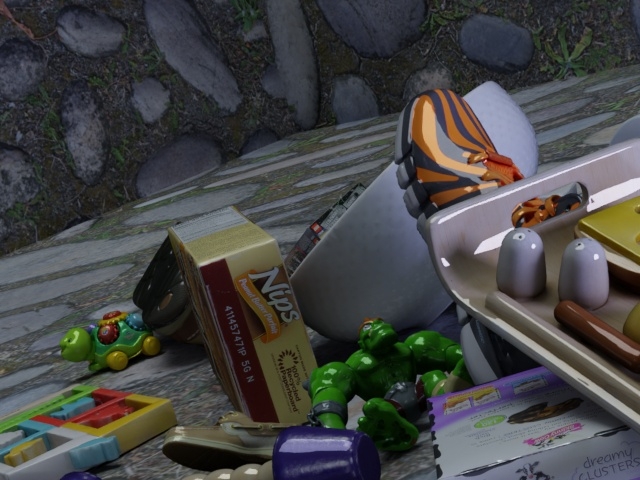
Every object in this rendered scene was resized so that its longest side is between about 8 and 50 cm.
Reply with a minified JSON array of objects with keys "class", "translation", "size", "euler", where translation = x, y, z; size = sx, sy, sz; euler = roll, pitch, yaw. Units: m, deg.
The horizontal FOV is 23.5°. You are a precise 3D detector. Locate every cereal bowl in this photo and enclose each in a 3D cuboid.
[{"class":"cereal bowl","translation":[0.118,-0.007,1.676],"size":[0.339,0.141,0.339],"euler":[-44,-6,-5]}]

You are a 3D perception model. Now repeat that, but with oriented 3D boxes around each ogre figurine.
[{"class":"ogre figurine","translation":[0.066,0.129,1.349],"size":[0.197,0.097,0.118],"euler":[-35,32,-11]}]

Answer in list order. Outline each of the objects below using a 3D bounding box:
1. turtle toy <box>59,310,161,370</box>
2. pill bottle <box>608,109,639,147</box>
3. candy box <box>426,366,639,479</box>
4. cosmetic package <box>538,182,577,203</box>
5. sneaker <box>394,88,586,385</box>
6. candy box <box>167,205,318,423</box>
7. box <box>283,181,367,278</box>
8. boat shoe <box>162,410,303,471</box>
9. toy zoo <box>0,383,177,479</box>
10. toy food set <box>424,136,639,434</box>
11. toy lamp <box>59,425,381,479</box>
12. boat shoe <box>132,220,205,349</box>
[{"class":"turtle toy","translation":[-0.272,0.129,1.981],"size":[0.130,0.066,0.095],"euler":[-22,11,-28]},{"class":"pill bottle","translation":[0.468,-0.123,1.826],"size":[0.162,0.162,0.278],"euler":[-7,14,47]},{"class":"candy box","translation":[0.166,0.149,1.105],"size":[0.164,0.070,0.196],"euler":[-16,9,5]},{"class":"cosmetic package","translation":[0.253,0.001,1.636],"size":[0.041,0.115,0.060],"euler":[-4,13,24]},{"class":"sneaker","translation":[0.181,-0.026,1.308],"size":[0.124,0.321,0.180],"euler":[3,-33,-39]},{"class":"candy box","translation":[-0.081,0.076,1.603],"size":[0.087,0.183,0.316],"euler":[-18,10,-9]},{"class":"box","translation":[0.000,0.000,1.718],"size":[0.094,0.027,0.137],"euler":[-43,-6,-35]},{"class":"boat shoe","translation":[-0.072,0.170,1.309],"size":[0.135,0.045,0.050],"euler":[12,-34,-28]},{"class":"toy zoo","translation":[-0.280,0.211,1.644],"size":[0.192,0.030,0.293],"euler":[-23,12,-31]},{"class":"toy food set","translation":[0.249,0.019,1.062],"size":[0.219,0.092,0.306],"euler":[-21,35,-26]},{"class":"toy lamp","translation":[-0.083,0.200,1.238],"size":[0.274,0.080,0.080],"euler":[-13,10,26]},{"class":"boat shoe","translation":[-0.165,0.071,2.000],"size":[0.123,0.120,0.324],"euler":[-56,14,9]}]
